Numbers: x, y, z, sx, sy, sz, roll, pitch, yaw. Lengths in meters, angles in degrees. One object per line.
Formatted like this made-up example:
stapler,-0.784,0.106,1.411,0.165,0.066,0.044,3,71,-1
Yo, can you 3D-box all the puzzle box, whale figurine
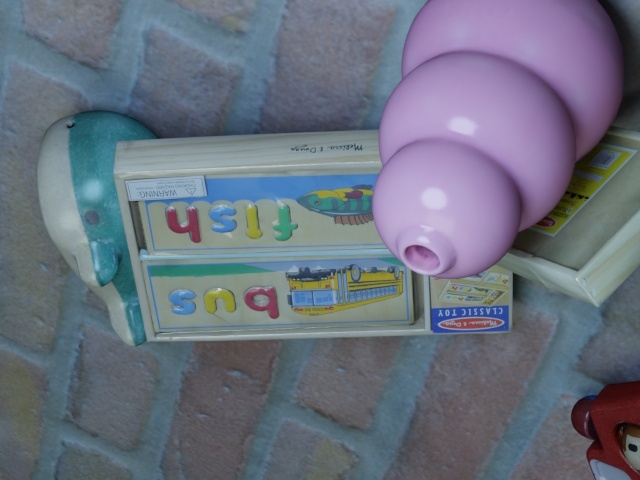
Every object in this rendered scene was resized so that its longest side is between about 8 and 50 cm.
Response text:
puzzle box,0.000,0.000,2.029,0.409,0.052,0.272,-2,137,4
whale figurine,-0.217,-0.018,2.145,0.141,0.216,0.272,-13,119,8

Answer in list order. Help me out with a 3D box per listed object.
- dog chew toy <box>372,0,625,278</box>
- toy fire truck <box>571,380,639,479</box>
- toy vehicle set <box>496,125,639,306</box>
dog chew toy,0.147,-0.097,1.719,0.206,0.332,0.206,16,140,14
toy fire truck,0.394,0.270,2.134,0.254,0.169,0.302,16,143,44
toy vehicle set,0.239,-0.034,1.773,0.035,0.166,0.267,48,172,-21
